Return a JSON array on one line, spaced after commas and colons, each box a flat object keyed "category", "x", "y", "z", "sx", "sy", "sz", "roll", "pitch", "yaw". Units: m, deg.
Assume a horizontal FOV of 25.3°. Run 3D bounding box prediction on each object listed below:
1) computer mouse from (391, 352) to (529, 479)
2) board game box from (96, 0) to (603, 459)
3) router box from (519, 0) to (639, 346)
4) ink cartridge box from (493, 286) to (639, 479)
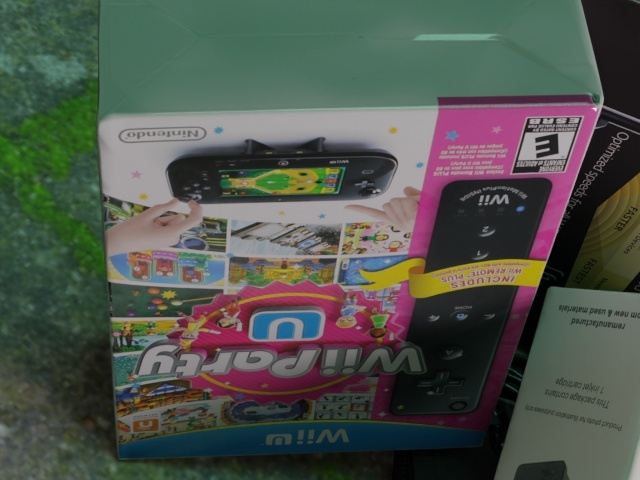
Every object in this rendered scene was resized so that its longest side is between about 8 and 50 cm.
[{"category": "computer mouse", "x": 0.094, "y": 0.158, "z": 0.873, "sx": 0.189, "sy": 0.072, "sz": 0.272, "roll": 20, "pitch": 49, "yaw": -16}, {"category": "board game box", "x": 0.000, "y": 0.000, "z": 0.746, "sx": 0.224, "sy": 0.303, "sz": 0.097, "roll": -1, "pitch": 54, "yaw": -7}, {"category": "router box", "x": 0.210, "y": -0.038, "z": 0.910, "sx": 0.243, "sy": 0.309, "sz": 0.081, "roll": 21, "pitch": 49, "yaw": -7}, {"category": "ink cartridge box", "x": 0.192, "y": 0.184, "z": 0.776, "sx": 0.198, "sy": 0.115, "sz": 0.272, "roll": 20, "pitch": 82, "yaw": -27}]
